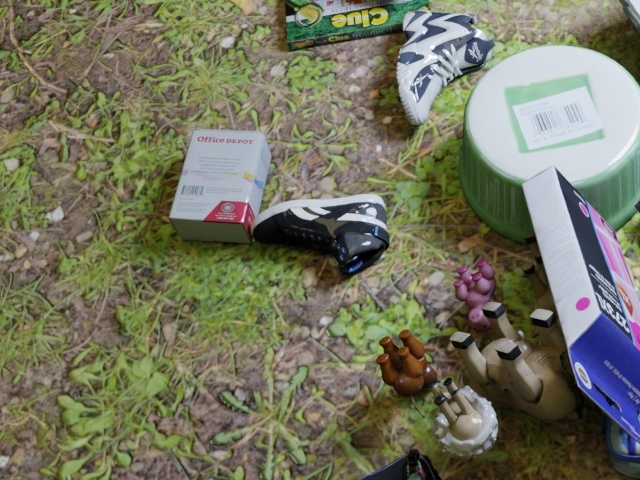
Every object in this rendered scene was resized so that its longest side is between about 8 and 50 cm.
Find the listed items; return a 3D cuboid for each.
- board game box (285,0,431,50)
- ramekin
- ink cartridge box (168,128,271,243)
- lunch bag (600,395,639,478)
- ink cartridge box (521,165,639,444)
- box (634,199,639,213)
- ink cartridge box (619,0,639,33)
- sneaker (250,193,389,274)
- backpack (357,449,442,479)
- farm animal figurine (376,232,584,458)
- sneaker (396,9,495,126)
[{"bbox_3d":[0.066,-0.420,1.998,0.259,0.030,0.136,-9,61,7],"label":"board game box"},{"bbox_3d":[0.359,-0.155,1.707,0.303,0.148,0.303,-5,59,9],"label":"ramekin"},{"bbox_3d":[-0.161,-0.089,1.823,0.127,0.072,0.175,4,61,15],"label":"ink cartridge box"},{"bbox_3d":[0.473,0.215,1.500,0.176,0.090,0.219,4,60,22],"label":"lunch bag"},{"bbox_3d":[0.366,0.079,1.472,0.069,0.176,0.371,-31,38,26],"label":"ink cartridge box"},{"bbox_3d":[0.626,-0.037,1.529,0.293,0.073,0.295,-52,50,31],"label":"box"},{"bbox_3d":[0.607,-0.388,1.680,0.270,0.198,0.197,-34,92,16],"label":"ink cartridge box"},{"bbox_3d":[0.000,0.000,1.732,0.217,0.079,0.121,-11,57,4],"label":"sneaker"},{"bbox_3d":[0.111,0.388,1.458,0.158,0.117,0.173,-27,58,-5],"label":"backpack"},{"bbox_3d":[0.264,0.159,1.521,0.330,0.172,0.327,-33,20,-6],"label":"farm animal figurine"},{"bbox_3d":[0.214,-0.296,1.852,0.153,0.094,0.235,-6,48,19],"label":"sneaker"}]
